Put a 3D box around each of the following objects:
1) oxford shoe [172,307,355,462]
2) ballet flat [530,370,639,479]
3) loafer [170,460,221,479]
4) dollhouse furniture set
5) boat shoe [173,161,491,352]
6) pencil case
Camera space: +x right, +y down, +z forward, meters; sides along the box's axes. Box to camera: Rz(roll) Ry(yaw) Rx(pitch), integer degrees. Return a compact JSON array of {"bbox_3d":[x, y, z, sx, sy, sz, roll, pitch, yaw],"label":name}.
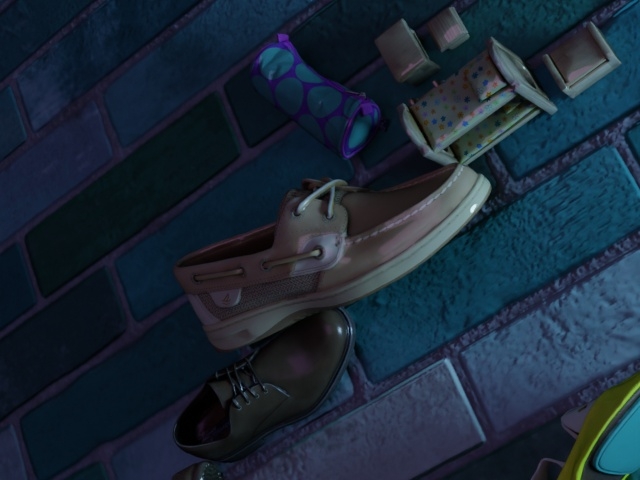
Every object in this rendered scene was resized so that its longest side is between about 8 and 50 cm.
[{"bbox_3d":[-0.057,0.146,1.174,0.227,0.096,0.083,-44,60,16],"label":"oxford shoe"},{"bbox_3d":[0.226,0.190,1.004,0.077,0.077,0.231,35,103,49],"label":"ballet flat"},{"bbox_3d":[-0.132,0.303,1.219,0.050,0.056,0.148,-8,67,32],"label":"loafer"},{"bbox_3d":[0.149,-0.184,1.097,0.182,0.101,0.161,-36,64,22],"label":"dollhouse furniture set"},{"bbox_3d":[0.000,0.000,1.127,0.341,0.121,0.110,-27,102,27],"label":"boat shoe"},{"bbox_3d":[-0.005,-0.148,1.210,0.151,0.064,0.070,38,118,31],"label":"pencil case"}]
